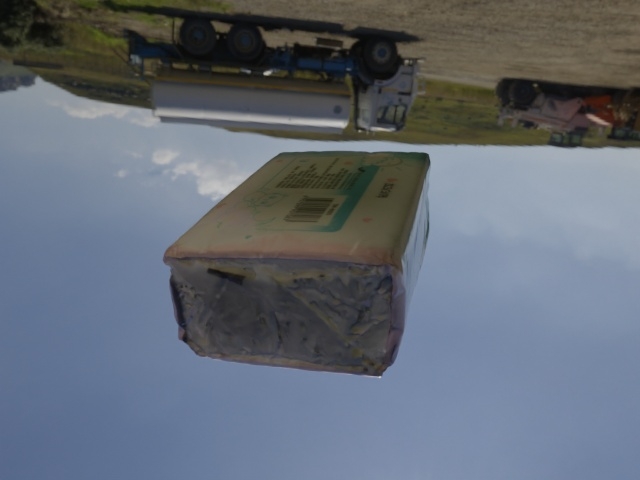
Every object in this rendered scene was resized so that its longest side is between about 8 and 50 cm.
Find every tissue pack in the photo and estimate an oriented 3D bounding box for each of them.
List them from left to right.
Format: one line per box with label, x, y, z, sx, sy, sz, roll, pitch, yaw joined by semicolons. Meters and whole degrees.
tissue pack;0.002;0.000;0.506;0.201;0.124;0.271;-1;-155;19
